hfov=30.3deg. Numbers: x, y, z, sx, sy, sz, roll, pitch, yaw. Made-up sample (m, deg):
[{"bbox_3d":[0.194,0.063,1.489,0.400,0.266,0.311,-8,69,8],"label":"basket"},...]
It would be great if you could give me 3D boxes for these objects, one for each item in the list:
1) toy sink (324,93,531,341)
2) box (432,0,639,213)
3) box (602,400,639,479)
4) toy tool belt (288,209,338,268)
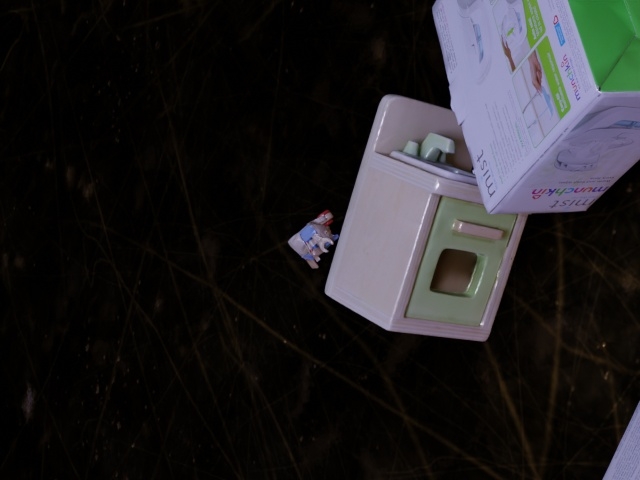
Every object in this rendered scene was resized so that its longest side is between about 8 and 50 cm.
[{"bbox_3d":[0.129,-0.022,1.286,0.131,0.152,0.234,27,103,51],"label":"toy sink"},{"bbox_3d":[0.228,-0.191,1.162,0.231,0.126,0.262,122,141,-57],"label":"box"},{"bbox_3d":[0.309,0.212,1.027,0.137,0.072,0.126,-94,24,-74],"label":"box"},{"bbox_3d":[0.000,0.000,1.535,0.051,0.052,0.083,54,134,4],"label":"toy tool belt"}]
